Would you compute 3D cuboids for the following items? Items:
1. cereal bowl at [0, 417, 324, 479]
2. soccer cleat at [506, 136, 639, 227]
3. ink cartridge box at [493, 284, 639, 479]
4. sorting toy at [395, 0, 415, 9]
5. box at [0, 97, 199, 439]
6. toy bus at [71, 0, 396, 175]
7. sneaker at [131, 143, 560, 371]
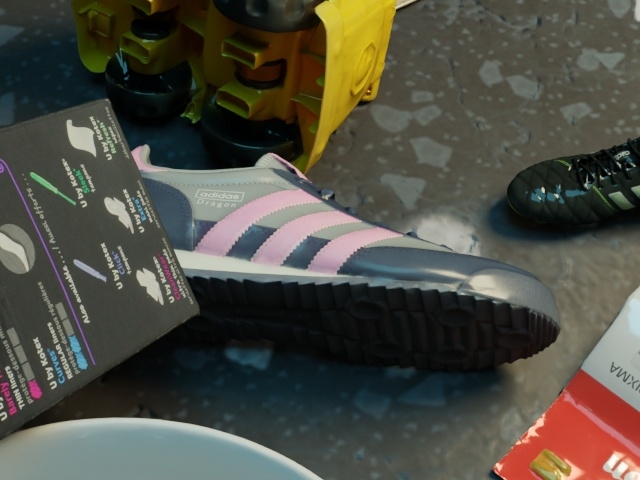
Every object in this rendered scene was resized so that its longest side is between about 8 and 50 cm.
[{"bbox_3d":[-0.102,0.261,0.550,0.338,0.141,0.339,2,54,-2],"label":"cereal bowl"},{"bbox_3d":[0.222,-0.052,0.840,0.178,0.072,0.060,-6,54,-7],"label":"soccer cleat"},{"bbox_3d":[0.247,0.115,0.733,0.181,0.056,0.224,37,58,23],"label":"ink cartridge box"},{"bbox_3d":[0.067,-0.225,0.998,0.083,0.012,0.062,-28,59,-21],"label":"sorting toy"},{"bbox_3d":[-0.215,0.038,0.603,0.165,0.143,0.270,-20,7,29],"label":"box"},{"bbox_3d":[-0.046,-0.179,0.888,0.220,0.149,0.211,26,43,19],"label":"toy bus"},{"bbox_3d":[0.000,0.000,0.767,0.319,0.112,0.131,9,56,2],"label":"sneaker"}]
